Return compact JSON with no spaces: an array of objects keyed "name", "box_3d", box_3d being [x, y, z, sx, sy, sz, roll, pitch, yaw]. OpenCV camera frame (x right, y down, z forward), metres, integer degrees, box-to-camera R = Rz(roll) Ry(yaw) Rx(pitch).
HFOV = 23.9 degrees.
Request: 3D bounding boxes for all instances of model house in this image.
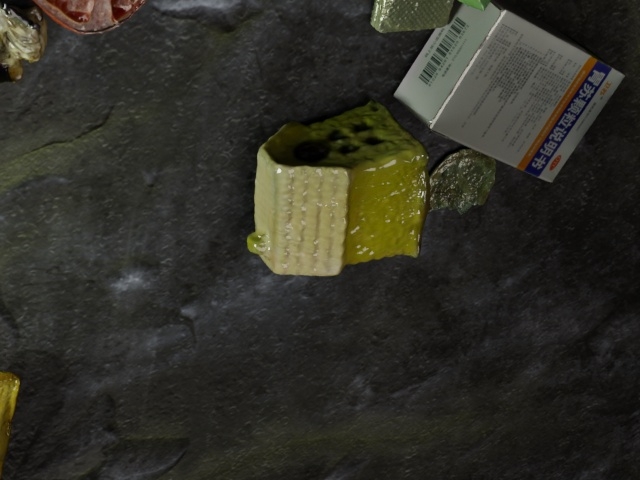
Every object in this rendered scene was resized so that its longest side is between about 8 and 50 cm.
[{"name":"model house","box_3d":[0.014,-0.059,2.096,0.234,0.175,0.193,-19,132,-27]}]

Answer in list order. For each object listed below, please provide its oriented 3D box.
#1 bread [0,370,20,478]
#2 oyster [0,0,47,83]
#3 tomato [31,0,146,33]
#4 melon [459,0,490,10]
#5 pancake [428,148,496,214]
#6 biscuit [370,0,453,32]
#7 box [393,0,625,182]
[{"name":"bread","box_3d":[-0.499,0.264,2.048,0.160,0.088,0.233,-3,126,-27]},{"name":"oyster","box_3d":[-0.434,-0.259,1.661,0.337,0.133,0.198,11,113,-43]},{"name":"tomato","box_3d":[-0.266,-0.360,1.730,0.236,0.095,0.237,-20,129,-26]},{"name":"melon","box_3d":[0.230,-0.446,2.027,0.114,0.053,0.262,20,93,-45]},{"name":"pancake","box_3d":[0.218,-0.092,2.324,0.129,0.022,0.116,3,118,-36]},{"name":"biscuit","box_3d":[0.139,-0.378,2.038,0.121,0.040,0.199,-8,126,-29]},{"name":"box","box_3d":[0.277,-0.227,2.204,0.299,0.106,0.200,18,111,-44]}]
